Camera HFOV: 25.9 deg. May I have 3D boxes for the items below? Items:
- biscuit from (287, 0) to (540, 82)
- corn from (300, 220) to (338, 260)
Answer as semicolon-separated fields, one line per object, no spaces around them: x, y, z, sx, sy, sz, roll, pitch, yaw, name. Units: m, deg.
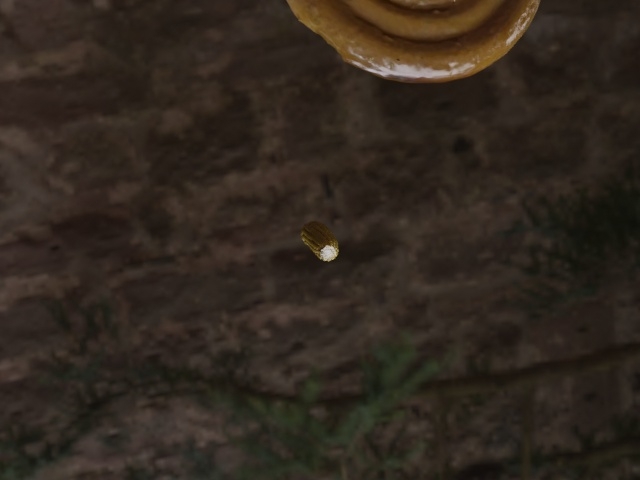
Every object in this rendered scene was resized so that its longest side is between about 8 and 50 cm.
0.062;-0.191;1.052;0.224;0.144;0.033;14;161;-11;biscuit
0.000;0.000;1.754;0.037;0.037;0.092;-12;-158;-10;corn
